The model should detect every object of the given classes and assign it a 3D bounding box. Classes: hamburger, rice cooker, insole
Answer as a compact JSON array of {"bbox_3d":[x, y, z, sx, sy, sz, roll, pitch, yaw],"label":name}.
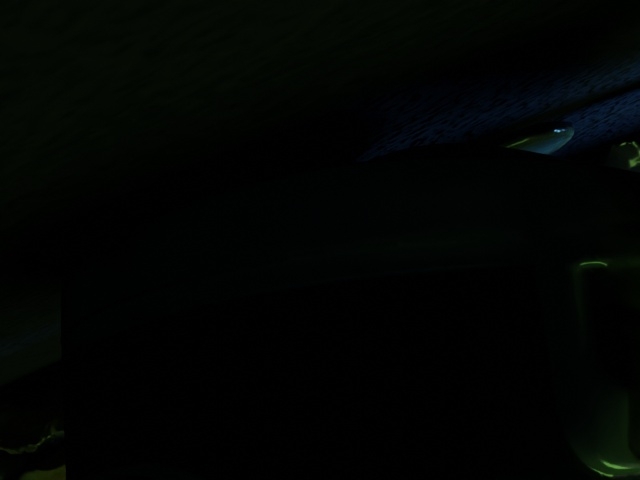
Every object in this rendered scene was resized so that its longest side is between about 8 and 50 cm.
[{"bbox_3d":[-0.158,0.163,1.010,0.283,0.144,0.259,-18,179,30],"label":"hamburger"},{"bbox_3d":[0.032,0.103,0.459,0.288,0.277,0.288,-5,166,-1],"label":"rice cooker"},{"bbox_3d":[0.000,0.000,0.693,0.348,0.009,0.119,-25,173,33],"label":"insole"}]

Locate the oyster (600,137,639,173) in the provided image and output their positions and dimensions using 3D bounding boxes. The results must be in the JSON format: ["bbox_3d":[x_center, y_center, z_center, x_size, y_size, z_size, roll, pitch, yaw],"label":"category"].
[{"bbox_3d":[0.147,0.056,0.620,0.271,0.275,0.100,-11,179,14],"label":"oyster"}]
